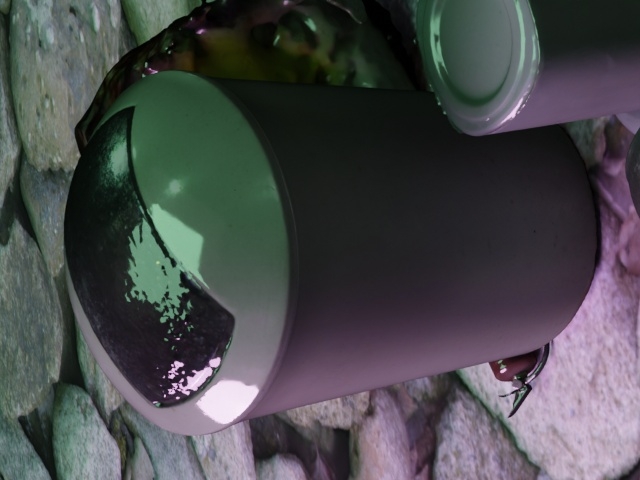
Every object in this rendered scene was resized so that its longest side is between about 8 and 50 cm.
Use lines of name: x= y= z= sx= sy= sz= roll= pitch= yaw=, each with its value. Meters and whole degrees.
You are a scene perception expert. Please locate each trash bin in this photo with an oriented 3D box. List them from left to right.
trash bin: x=0.000 y=0.000 z=1.314 sx=0.280 sy=0.432 sz=0.280 roll=7 pitch=99 yaw=49

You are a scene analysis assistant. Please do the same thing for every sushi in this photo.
sushi: x=-0.069 y=-0.118 z=1.625 sx=0.281 sy=0.299 sz=0.294 roll=50 pitch=156 yaw=-5

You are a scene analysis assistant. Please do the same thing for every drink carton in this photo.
drink carton: x=0.196 y=-0.163 z=1.198 sx=0.185 sy=0.189 sz=0.191 roll=-38 pitch=66 yaw=55

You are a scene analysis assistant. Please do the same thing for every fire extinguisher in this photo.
fire extinguisher: x=0.171 y=0.079 z=1.492 sx=0.078 sy=0.045 sz=0.157 roll=-42 pitch=59 yaw=35

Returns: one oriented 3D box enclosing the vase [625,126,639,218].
vase: x=0.306 y=-0.029 z=1.118 sx=0.183 sy=0.120 sz=0.120 roll=36 pitch=132 yaw=36
